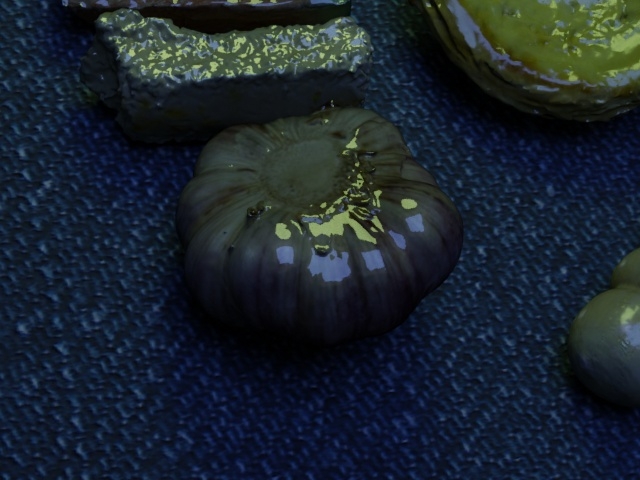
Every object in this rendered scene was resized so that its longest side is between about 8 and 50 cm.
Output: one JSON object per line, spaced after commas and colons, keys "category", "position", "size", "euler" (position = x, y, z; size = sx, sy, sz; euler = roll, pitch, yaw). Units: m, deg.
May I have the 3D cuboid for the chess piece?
{"category": "chess piece", "position": [0.324, 0.041, 1.476], "size": [0.143, 0.142, 0.261], "euler": [43, 65, 8]}

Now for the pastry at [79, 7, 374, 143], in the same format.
{"category": "pastry", "position": [-0.078, -0.143, 1.456], "size": [0.259, 0.121, 0.089], "euler": [-1, 45, -16]}

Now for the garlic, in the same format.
{"category": "garlic", "position": [0.000, 0.000, 1.392], "size": [0.245, 0.160, 0.245], "euler": [-6, 40, 5]}

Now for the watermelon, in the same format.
{"category": "watermelon", "position": [-0.113, -0.258, 1.517], "size": [0.257, 0.140, 0.192], "euler": [-11, 72, -10]}

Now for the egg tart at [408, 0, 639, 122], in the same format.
{"category": "egg tart", "position": [0.231, -0.259, 1.574], "size": [0.315, 0.120, 0.314], "euler": [0, 87, -4]}
